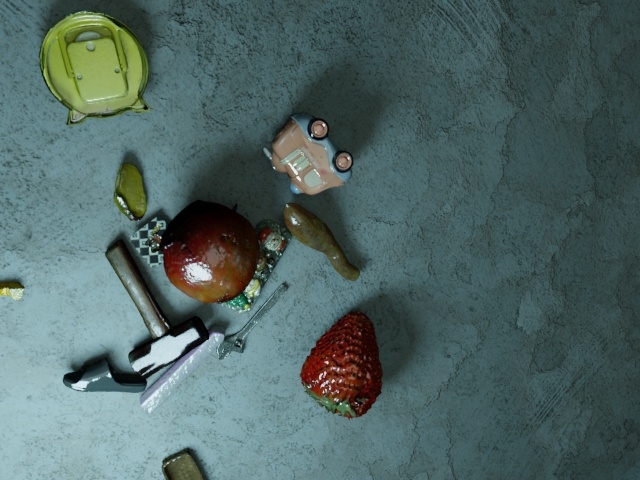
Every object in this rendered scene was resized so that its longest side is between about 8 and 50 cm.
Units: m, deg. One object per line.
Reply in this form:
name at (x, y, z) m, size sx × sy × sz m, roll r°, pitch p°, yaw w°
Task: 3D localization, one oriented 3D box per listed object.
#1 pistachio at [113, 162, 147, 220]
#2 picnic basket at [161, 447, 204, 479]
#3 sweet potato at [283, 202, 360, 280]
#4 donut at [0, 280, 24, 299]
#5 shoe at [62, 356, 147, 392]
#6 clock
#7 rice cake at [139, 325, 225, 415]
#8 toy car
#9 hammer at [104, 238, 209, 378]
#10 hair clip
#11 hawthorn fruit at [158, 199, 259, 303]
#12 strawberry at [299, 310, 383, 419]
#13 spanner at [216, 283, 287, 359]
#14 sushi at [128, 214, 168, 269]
pistachio at (-0.568, -0.141, 1.556) m, size 0.089 × 0.049 × 0.173 m, roll -16°, pitch 103°, yaw -40°
picnic basket at (-0.448, 0.786, 1.750) m, size 0.110 × 0.055 × 0.194 m, roll -23°, pitch 105°, yaw -16°
sweet potato at (0.000, 0.000, 1.761) m, size 0.109 × 0.109 × 0.385 m, roll -49°, pitch 123°, yaw -6°
donut at (-0.885, 0.145, 1.482) m, size 0.083 × 0.067 × 0.038 m, roll -16°, pitch 127°, yaw -51°
shoe at (-0.641, 0.398, 1.592) m, size 0.240 × 0.108 × 0.093 m, roll 14°, pitch 93°, yaw -28°
clock at (-0.620, -0.476, 1.468) m, size 0.276 × 0.071 × 0.294 m, roll -8°, pitch 101°, yaw -14°
rice cake at (-0.443, 0.410, 1.685) m, size 0.365 × 0.072 × 0.056 m, roll -44°, pitch 110°, yaw -6°
toy car at (-0.038, -0.259, 1.669) m, size 0.212 × 0.180 × 0.271 m, roll -40°, pitch 109°, yaw 1°
hammer at (-0.531, 0.192, 1.594) m, size 0.242 × 0.095 × 0.409 m, roll -27°, pitch 101°, yaw -3°
hair clip at (-0.210, 0.088, 1.701) m, size 0.138 × 0.091 × 0.322 m, roll 30°, pitch 87°, yaw -19°
hawthorn fruit at (-0.328, 0.033, 1.551) m, size 0.315 × 0.316 × 0.316 m, roll -3°, pitch 100°, yaw -19°
strawberry at (0.092, 0.413, 1.803) m, size 0.312 × 0.267 × 0.352 m, roll 53°, pitch 47°, yaw -45°
spanner at (-0.227, 0.272, 1.763) m, size 0.093 × 0.026 × 0.325 m, roll 44°, pitch 81°, yaw -20°
sushi at (-0.503, 0.003, 1.615) m, size 0.120 × 0.026 × 0.126 m, roll -41°, pitch 116°, yaw -17°
